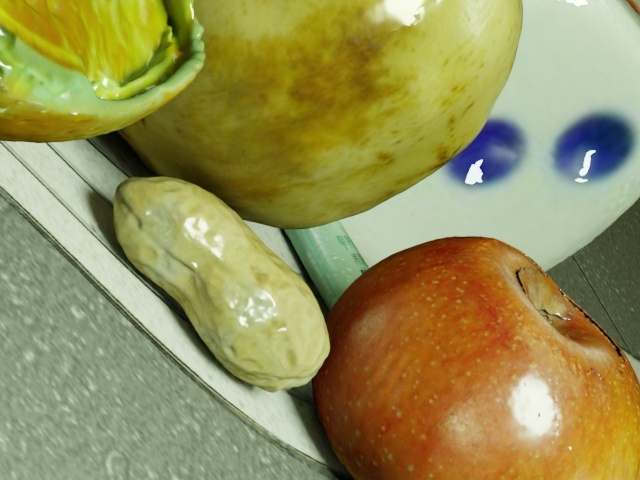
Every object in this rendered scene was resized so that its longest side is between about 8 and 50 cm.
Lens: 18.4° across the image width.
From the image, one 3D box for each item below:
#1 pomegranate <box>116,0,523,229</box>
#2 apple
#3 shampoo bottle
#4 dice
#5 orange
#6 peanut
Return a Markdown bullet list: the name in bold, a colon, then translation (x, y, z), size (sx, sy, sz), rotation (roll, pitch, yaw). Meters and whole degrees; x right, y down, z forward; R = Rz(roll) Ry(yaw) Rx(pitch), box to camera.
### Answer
- **pomegranate**: translation (-0.022, -0.175, 1.310), size (0.332, 0.332, 0.332), rotation (47, 17, -19)
- **apple**: translation (0.111, 0.102, 1.311), size (0.235, 0.173, 0.210), rotation (32, 17, 0)
- **shampoo bottle**: translation (0.000, 0.000, 1.516), size (0.069, 0.041, 0.191), rotation (12, 43, -59)
- **dice**: translation (0.126, -0.142, 1.690), size (0.277, 0.304, 0.304), rotation (44, 18, -25)
- **orange**: translation (-0.200, -0.180, 1.065), size (0.262, 0.196, 0.334), rotation (9, 40, -47)
- **peanut**: translation (-0.062, 0.026, 1.232), size (0.174, 0.080, 0.080), rotation (46, 17, -12)
